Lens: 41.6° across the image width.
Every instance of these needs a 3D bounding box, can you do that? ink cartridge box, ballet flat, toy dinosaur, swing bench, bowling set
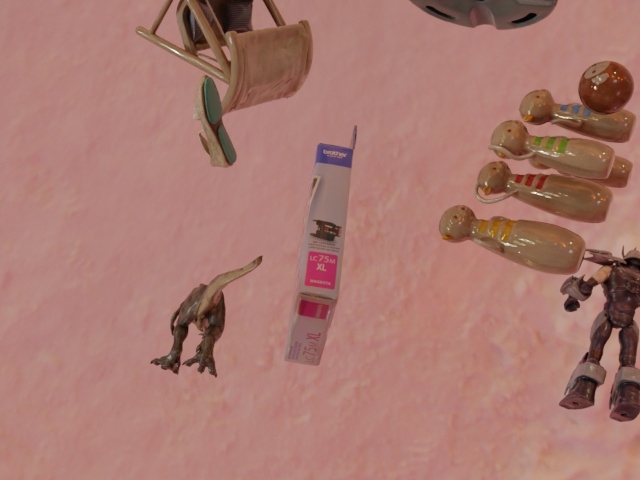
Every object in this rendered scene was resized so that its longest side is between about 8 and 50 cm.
[{"bbox_3d":[0.000,0.000,1.210,0.065,0.311,0.186,11,143,-2],"label":"ink cartridge box"},{"bbox_3d":[-0.192,-0.199,1.441,0.052,0.057,0.168,-3,117,23],"label":"ballet flat"},{"bbox_3d":[-0.135,0.093,0.962,0.064,0.268,0.118,25,69,-14],"label":"toy dinosaur"},{"bbox_3d":[-0.163,-0.391,1.624,0.255,0.253,0.165,47,125,10],"label":"swing bench"},{"bbox_3d":[0.252,-0.112,0.920,0.154,0.287,0.200,17,122,24],"label":"bowling set"}]

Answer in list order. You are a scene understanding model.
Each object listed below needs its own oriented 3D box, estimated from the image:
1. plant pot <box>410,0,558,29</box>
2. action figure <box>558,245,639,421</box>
[{"bbox_3d":[0.279,-0.541,1.339,0.341,0.341,0.334,16,80,-11],"label":"plant pot"},{"bbox_3d":[0.458,0.130,1.312,0.185,0.285,0.099,18,156,11],"label":"action figure"}]
